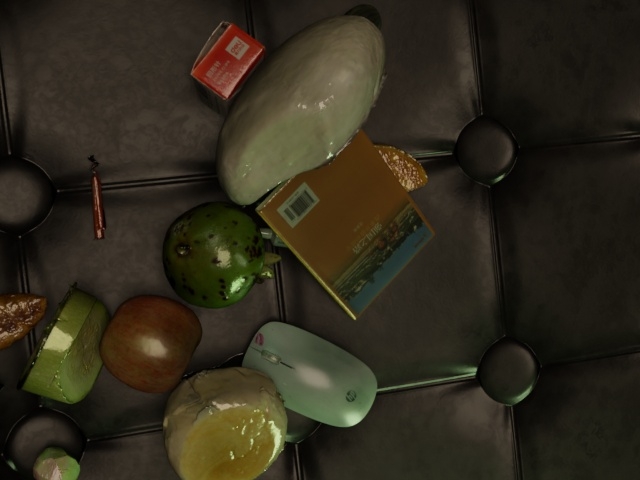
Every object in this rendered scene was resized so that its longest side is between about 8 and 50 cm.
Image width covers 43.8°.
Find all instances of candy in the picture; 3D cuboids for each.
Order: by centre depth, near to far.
[{"bbox_3d":[-0.040,-0.270,1.491,0.186,0.386,0.426,43,47,-16],"label":"candy"}]

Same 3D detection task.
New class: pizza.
[{"bbox_3d":[0.139,-0.138,1.702,0.175,0.046,0.134,32,83,-11],"label":"pizza"}]

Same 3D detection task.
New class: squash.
[{"bbox_3d":[-0.464,0.195,1.480,0.133,0.220,0.220,26,85,-8],"label":"squash"}]

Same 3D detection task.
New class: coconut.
[{"bbox_3d":[-0.515,0.441,1.544,0.083,0.081,0.082,-4,80,-47],"label":"coconut"}]

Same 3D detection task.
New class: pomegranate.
[{"bbox_3d":[-0.193,0.033,1.568,0.263,0.211,0.210,19,85,-54],"label":"pomegranate"}]

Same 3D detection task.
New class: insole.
[{"bbox_3d":[-0.199,0.277,1.650,0.189,0.004,0.064,-15,94,-12],"label":"insole"}]

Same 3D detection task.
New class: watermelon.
[{"bbox_3d":[0.078,-0.446,1.670,0.111,0.078,0.078,-45,100,-8],"label":"watermelon"}]

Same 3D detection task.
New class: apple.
[{"bbox_3d":[-0.327,0.194,1.528,0.174,0.188,0.188,26,85,-7],"label":"apple"}]

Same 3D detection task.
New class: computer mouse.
[{"bbox_3d":[-0.016,0.282,1.644,0.289,0.097,0.159,28,86,-14],"label":"computer mouse"}]

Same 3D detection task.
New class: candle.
[{"bbox_3d":[-0.443,-0.086,1.582,0.026,0.021,0.167,-3,92,7],"label":"candle"}]

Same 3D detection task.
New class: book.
[{"bbox_3d":[0.064,-0.037,1.610,0.262,0.028,0.374,-47,128,-9],"label":"book"}]

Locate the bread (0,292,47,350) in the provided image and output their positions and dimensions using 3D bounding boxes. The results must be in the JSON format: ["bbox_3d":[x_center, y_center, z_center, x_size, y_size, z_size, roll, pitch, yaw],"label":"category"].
[{"bbox_3d":[-0.632,0.164,1.513,0.233,0.076,0.104,-33,110,-18],"label":"bread"}]

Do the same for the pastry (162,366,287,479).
[{"bbox_3d":[-0.184,0.364,1.555,0.265,0.133,0.264,-8,122,-12],"label":"pastry"}]

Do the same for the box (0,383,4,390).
[{"bbox_3d":[-0.713,0.382,1.434,0.084,0.198,0.310,38,83,-11],"label":"box"}]

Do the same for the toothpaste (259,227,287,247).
[{"bbox_3d":[0.000,-0.001,1.672,0.269,0.047,0.069,7,70,-15],"label":"toothpaste"}]

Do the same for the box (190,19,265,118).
[{"bbox_3d":[-0.180,-0.327,1.555,0.099,0.182,0.133,35,85,0],"label":"box"}]
